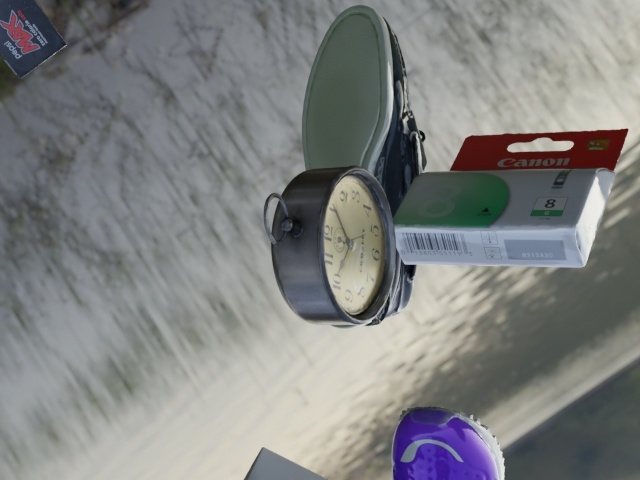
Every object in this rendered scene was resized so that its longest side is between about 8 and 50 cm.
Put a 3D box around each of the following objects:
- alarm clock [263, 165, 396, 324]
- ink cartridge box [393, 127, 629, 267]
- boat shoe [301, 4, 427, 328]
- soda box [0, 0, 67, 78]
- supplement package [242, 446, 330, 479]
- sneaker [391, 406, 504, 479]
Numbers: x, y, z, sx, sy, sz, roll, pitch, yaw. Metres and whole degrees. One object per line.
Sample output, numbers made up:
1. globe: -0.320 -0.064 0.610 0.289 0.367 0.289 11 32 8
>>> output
1. alarm clock: 0.000 0.000 1.126 0.064 0.129 0.192 -1 166 27
2. ink cartridge box: 0.188 -0.061 1.346 0.181 0.056 0.224 0 -141 26
3. boat shoe: 0.062 -0.077 1.493 0.113 0.340 0.127 1 175 -44
4. soda box: -0.308 -0.235 1.282 0.060 0.169 0.053 -39 -149 -7
5. supplement package: -0.057 0.358 1.370 0.203 0.149 0.194 -61 -178 35
6. sneaker: 0.119 0.298 1.336 0.102 0.293 0.146 2 -143 16
